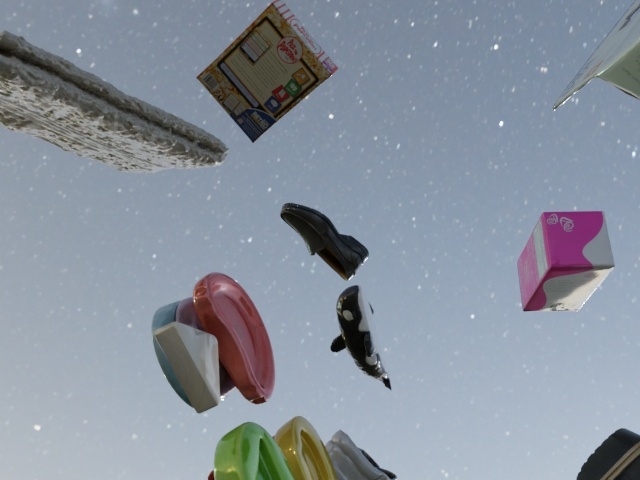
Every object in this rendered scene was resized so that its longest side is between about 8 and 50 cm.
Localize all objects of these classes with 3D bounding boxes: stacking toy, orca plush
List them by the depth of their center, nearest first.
[{"bbox_3d":[-0.112,0.201,0.737,0.130,0.279,0.309,-26,-93,10],"label":"stacking toy"},{"bbox_3d":[0.073,0.216,1.519,0.102,0.151,0.287,-12,-40,11],"label":"orca plush"}]

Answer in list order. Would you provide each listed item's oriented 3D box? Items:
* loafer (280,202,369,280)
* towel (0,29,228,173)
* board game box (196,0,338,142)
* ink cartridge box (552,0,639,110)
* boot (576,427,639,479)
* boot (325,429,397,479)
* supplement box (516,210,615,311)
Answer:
[{"bbox_3d":[0.000,0.000,1.174,0.170,0.061,0.062,34,-28,-3],"label":"loafer"},{"bbox_3d":[-0.258,-0.132,0.760,0.187,0.049,0.282,3,-14,45],"label":"towel"},{"bbox_3d":[-0.090,-0.276,1.158,0.193,0.045,0.147,-34,-77,30],"label":"board game box"},{"bbox_3d":[0.410,-0.276,0.664,0.071,0.324,0.330,42,-25,1],"label":"ink cartridge box"},{"bbox_3d":[0.210,0.224,0.454,0.137,0.198,0.077,22,-30,48],"label":"boot"},{"bbox_3d":[0.067,0.368,0.938,0.258,0.123,0.095,52,-14,-26],"label":"boot"},{"bbox_3d":[0.444,0.044,1.289,0.111,0.114,0.220,0,-25,2],"label":"supplement box"}]
